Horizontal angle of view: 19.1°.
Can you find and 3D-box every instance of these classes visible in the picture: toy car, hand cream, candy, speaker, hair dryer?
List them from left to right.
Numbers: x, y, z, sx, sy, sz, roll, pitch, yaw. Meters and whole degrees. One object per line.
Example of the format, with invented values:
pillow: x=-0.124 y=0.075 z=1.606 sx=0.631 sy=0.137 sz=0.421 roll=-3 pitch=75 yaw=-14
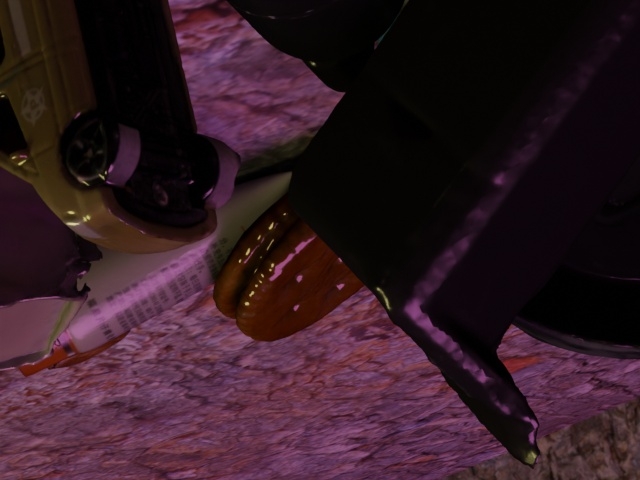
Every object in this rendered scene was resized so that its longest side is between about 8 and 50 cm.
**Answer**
candy: x=-0.286 y=0.025 z=1.470 sx=0.195 sy=0.137 sz=0.185 roll=-11 pitch=162 yaw=-23
toy car: x=-0.139 y=-0.105 z=1.023 sx=0.124 sy=0.256 sz=0.101 roll=-24 pitch=160 yaw=31
hair dryer: x=-0.099 y=-0.159 z=1.187 sx=0.302 sy=0.116 sz=0.244 roll=-9 pitch=164 yaw=12
hand cream: x=-0.137 y=0.018 z=1.677 sx=0.314 sy=0.089 sz=0.139 roll=-22 pitch=163 yaw=-7
speaker: x=0.146 y=-0.077 z=1.164 sx=0.184 sy=0.180 sz=0.388 roll=28 pitch=102 yaw=-33

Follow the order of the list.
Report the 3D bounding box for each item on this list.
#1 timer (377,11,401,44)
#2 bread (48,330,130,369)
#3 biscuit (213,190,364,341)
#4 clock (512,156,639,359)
timer: x=0.161 y=-0.147 z=1.521 sx=0.232 sy=0.091 sz=0.250 roll=-16 pitch=152 yaw=-2
bread: x=-0.228 y=0.072 z=1.779 sx=0.070 sy=0.076 sz=0.083 roll=-16 pitch=166 yaw=-47
biscuit: x=0.000 y=0.000 z=1.680 sx=0.220 sy=0.066 sz=0.220 roll=-39 pitch=162 yaw=-15
clock: x=0.217 y=-0.076 z=1.336 sx=0.325 sy=0.325 sz=0.067 roll=-17 pitch=166 yaw=-1
